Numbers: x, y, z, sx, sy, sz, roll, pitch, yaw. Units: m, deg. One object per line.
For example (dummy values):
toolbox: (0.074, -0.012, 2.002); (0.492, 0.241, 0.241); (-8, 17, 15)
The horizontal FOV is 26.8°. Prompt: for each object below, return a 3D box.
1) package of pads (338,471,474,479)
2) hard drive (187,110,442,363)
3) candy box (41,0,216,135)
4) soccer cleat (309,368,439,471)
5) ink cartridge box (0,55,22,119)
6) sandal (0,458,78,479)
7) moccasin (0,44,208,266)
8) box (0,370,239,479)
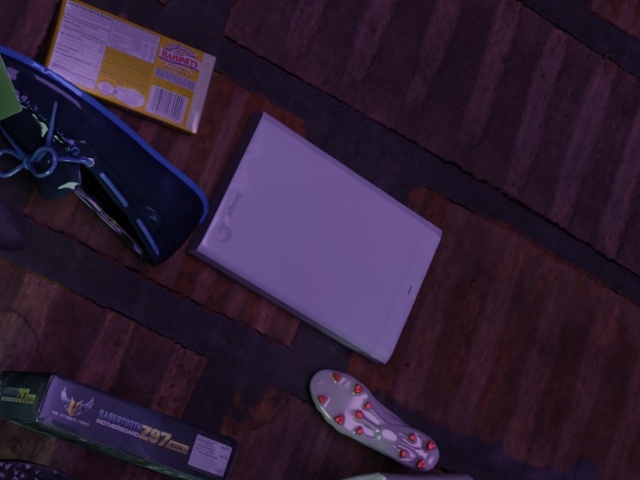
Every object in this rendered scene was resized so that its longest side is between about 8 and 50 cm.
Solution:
package of pads: (0.124, 0.438, 1.667); (0.229, 0.101, 0.296); (14, 66, -54)
hard drive: (0.000, 0.000, 1.734); (0.307, 0.040, 0.203); (32, 71, -24)
candy box: (-0.231, -0.209, 1.625); (0.206, 0.027, 0.105); (20, 74, -27)
soccer cleat: (0.065, 0.237, 1.741); (0.196, 0.076, 0.068); (35, 80, -2)
ink cartridge box: (-0.413, -0.180, 1.398); (0.056, 0.235, 0.171); (-27, 100, -36)
sandal: (-0.265, 0.355, 1.529); (0.446, 0.107, 0.167); (23, 73, -39)
moccasin: (-0.276, -0.092, 1.529); (0.342, 0.138, 0.117); (37, 74, -21)
box: (-0.233, 0.208, 1.499); (0.233, 0.183, 0.059); (25, 73, -25)
